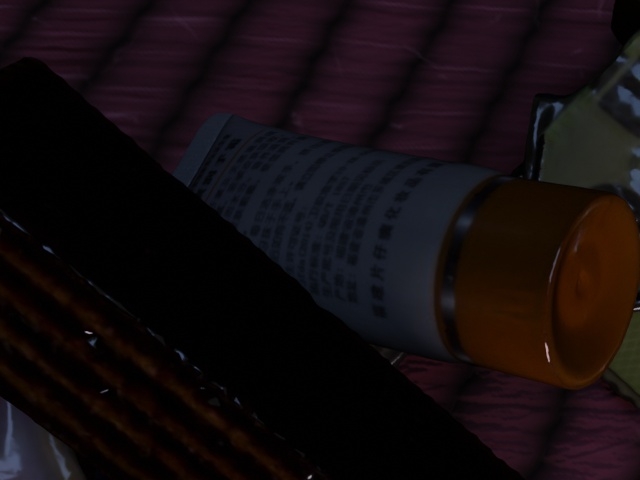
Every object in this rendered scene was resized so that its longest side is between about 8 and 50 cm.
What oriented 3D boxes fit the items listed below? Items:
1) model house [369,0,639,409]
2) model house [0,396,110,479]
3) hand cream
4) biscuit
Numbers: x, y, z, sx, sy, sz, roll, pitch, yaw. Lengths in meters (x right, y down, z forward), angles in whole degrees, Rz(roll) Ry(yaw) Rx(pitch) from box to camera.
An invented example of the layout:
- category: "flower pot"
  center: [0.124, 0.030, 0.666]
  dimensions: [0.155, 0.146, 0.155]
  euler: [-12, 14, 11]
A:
- category: "model house"
  center: [0.171, 0.029, 0.501]
  dimensions: [0.218, 0.205, 0.279]
  euler: [43, 104, 11]
- category: "model house"
  center: [-0.115, 0.139, 0.398]
  dimensions: [0.236, 0.202, 0.238]
  euler: [2, 63, -8]
- category: "hand cream"
  center: [0.000, 0.000, 0.457]
  dimensions: [0.314, 0.089, 0.140]
  euler: [17, 70, 42]
- category: "biscuit"
  center: [-0.013, 0.082, 0.366]
  dimensions: [0.388, 0.107, 0.073]
  euler: [42, 115, -10]
